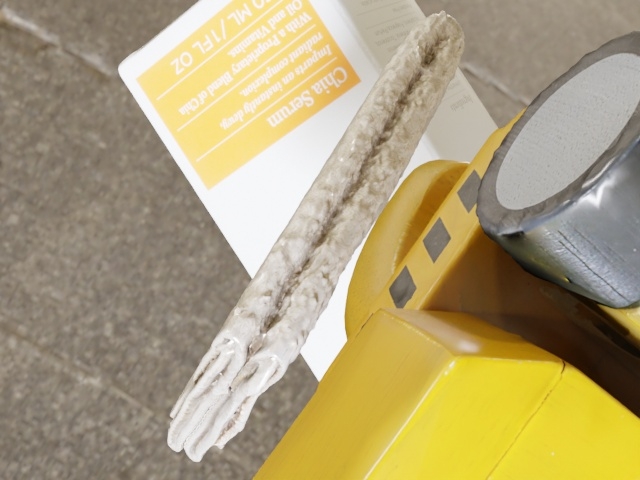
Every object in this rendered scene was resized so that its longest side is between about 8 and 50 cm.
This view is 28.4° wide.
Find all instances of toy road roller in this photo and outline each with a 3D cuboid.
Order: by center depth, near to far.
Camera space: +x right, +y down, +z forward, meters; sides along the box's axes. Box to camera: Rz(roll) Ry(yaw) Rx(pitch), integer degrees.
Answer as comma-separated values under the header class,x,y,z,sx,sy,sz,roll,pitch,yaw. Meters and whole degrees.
class,x,y,z,sx,sy,sz,roll,pitch,yaw
toy road roller,0.084,0.085,0.530,0.202,0.330,0.240,38,-6,-18

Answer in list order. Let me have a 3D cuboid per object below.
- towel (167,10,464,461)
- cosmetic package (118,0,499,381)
class,x,y,z,sx,sy,sz,roll,pitch,yaw
towel,0.000,0.000,0.787,0.049,0.187,0.282,32,60,-2
cosmetic package,0.045,-0.041,1.162,0.453,0.230,0.161,56,30,0
